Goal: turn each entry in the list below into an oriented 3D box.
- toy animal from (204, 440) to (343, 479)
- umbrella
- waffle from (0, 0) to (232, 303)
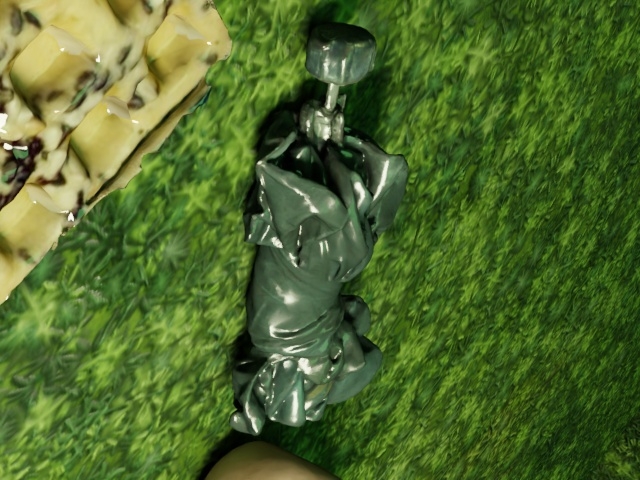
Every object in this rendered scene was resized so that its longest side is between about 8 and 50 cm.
[{"bbox_3d":[-0.031,0.274,1.149,0.250,0.166,0.154,76,33,-52],"label":"toy animal"},{"bbox_3d":[0.000,0.002,0.983,0.143,0.094,0.349,-35,143,-48],"label":"umbrella"},{"bbox_3d":[-0.189,-0.113,0.500,0.261,0.114,0.376,-52,153,-16],"label":"waffle"}]
